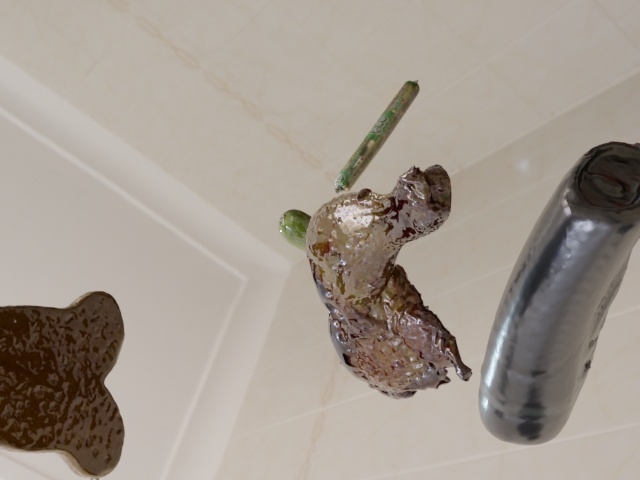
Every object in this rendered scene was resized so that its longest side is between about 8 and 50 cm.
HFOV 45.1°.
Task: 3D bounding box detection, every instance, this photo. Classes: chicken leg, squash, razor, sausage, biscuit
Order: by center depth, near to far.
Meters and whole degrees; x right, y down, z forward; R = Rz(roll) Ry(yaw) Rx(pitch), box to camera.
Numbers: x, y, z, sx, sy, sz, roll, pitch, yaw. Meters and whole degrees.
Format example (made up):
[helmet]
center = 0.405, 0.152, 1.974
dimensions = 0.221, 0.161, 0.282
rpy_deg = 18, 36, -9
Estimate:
[chicken leg]
center = 0.057, 0.045, 0.685
dimensions = 0.083, 0.177, 0.323
rpy_deg = -37, -45, -26
[razor]
center = 0.271, 0.059, 0.858
dimensions = 0.113, 0.349, 0.204
rpy_deg = 25, -142, 24
[biscuit]
center = -0.414, 0.150, 0.903
dimensions = 0.432, 0.064, 0.283
rpy_deg = 15, -111, -51
[squash]
center = 0.000, 0.000, 1.113
dimensions = 0.183, 0.052, 0.052
rpy_deg = 27, -129, -51
[sausage]
center = 0.095, -0.173, 1.255
dimensions = 0.033, 0.032, 0.269
rpy_deg = 43, -116, -17
